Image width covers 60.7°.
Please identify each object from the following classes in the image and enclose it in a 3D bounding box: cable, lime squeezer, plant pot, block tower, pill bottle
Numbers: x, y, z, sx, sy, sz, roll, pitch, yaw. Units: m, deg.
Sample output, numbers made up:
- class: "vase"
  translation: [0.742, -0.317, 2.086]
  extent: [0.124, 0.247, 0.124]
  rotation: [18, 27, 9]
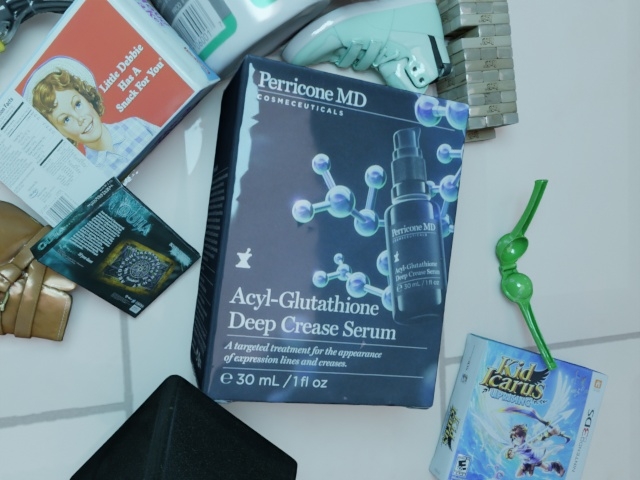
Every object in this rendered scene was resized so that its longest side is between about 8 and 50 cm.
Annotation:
- class: "cable"
  translation: [-0.370, -0.274, 0.666]
  extent: [0.287, 0.072, 0.139]
  rotation: [-25, 66, -12]
- class: "lime squeezer"
  translation: [0.345, 0.053, 0.907]
  extent: [0.058, 0.110, 0.310]
  rotation: [-13, 101, -35]
- class: "plant pot"
  translation: [-0.144, 0.287, 0.542]
  extent: [0.187, 0.167, 0.188]
  rotation: [42, 98, -16]
- class: "block tower"
  translation: [0.234, -0.326, 0.859]
  extent: [0.091, 0.097, 0.336]
  rotation: [-9, 96, -17]
- class: "pill bottle"
  translation: [-0.161, -0.400, 0.669]
  extent: [0.204, 0.204, 0.361]
  rotation: [-37, 103, -13]

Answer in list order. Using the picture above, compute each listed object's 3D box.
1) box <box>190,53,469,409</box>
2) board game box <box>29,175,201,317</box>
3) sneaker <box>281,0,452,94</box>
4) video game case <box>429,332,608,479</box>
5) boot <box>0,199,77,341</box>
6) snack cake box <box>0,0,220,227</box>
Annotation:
- class: "box"
  translation: [0.000, 0.000, 0.737]
  extent: [0.293, 0.212, 0.396]
  rotation: [7, 90, -17]
- class: "board game box"
  translation: [-0.245, 0.016, 0.688]
  extent: [0.126, 0.026, 0.186]
  rotation: [-43, 147, -7]
- class: "sneaker"
  translation: [0.081, -0.262, 0.802]
  extent: [0.255, 0.094, 0.151]
  rotation: [-21, 91, -14]
- class: "video game case"
  translation: [0.346, 0.313, 0.942]
  extent: [0.269, 0.061, 0.244]
  rotation: [18, 86, -18]
- class: "boot"
  translation: [-0.429, 0.089, 0.669]
  extent: [0.220, 0.109, 0.283]
  rotation: [24, 78, -22]
- class: "snack cake box"
  translation: [-0.268, -0.152, 0.644]
  extent: [0.264, 0.089, 0.152]
  rotation: [-39, 105, 20]
